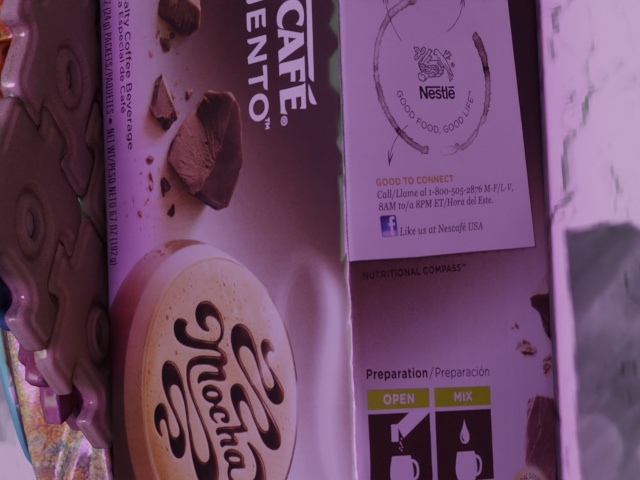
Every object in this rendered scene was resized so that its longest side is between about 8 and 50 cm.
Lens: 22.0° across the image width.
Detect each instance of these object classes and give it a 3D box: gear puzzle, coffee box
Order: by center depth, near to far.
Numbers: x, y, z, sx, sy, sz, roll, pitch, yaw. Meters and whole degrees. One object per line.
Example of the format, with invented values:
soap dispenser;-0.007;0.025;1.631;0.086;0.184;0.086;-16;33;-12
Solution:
coffee box;0.000;0.000;0.702;0.168;0.119;0.297;-7;83;49
gear puzzle;-0.113;-0.086;0.770;0.044;0.175;0.339;-4;52;16

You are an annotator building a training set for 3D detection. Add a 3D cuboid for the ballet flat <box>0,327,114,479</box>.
ballet flat;-0.089;0.119;0.818;0.123;0.123;0.349;-21;74;47
